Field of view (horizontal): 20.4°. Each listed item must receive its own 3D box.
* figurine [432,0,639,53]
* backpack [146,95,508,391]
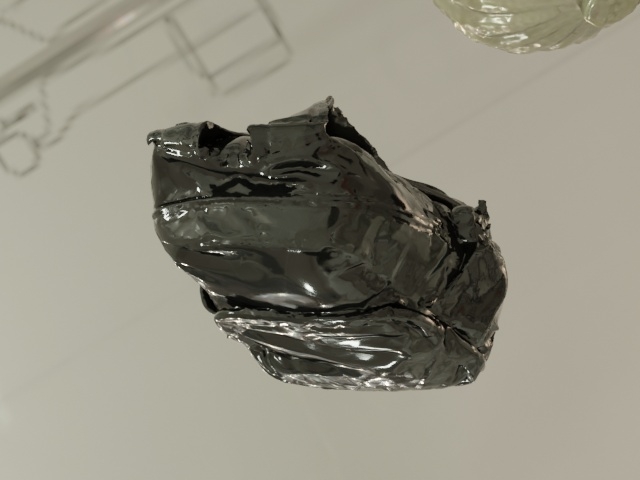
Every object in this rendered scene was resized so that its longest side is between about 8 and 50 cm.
[{"bbox_3d":[0.119,-0.244,1.204,0.204,0.185,0.332,58,177,-22],"label":"figurine"},{"bbox_3d":[0.000,0.000,1.939,0.445,0.363,0.255,44,-130,-58],"label":"backpack"}]
